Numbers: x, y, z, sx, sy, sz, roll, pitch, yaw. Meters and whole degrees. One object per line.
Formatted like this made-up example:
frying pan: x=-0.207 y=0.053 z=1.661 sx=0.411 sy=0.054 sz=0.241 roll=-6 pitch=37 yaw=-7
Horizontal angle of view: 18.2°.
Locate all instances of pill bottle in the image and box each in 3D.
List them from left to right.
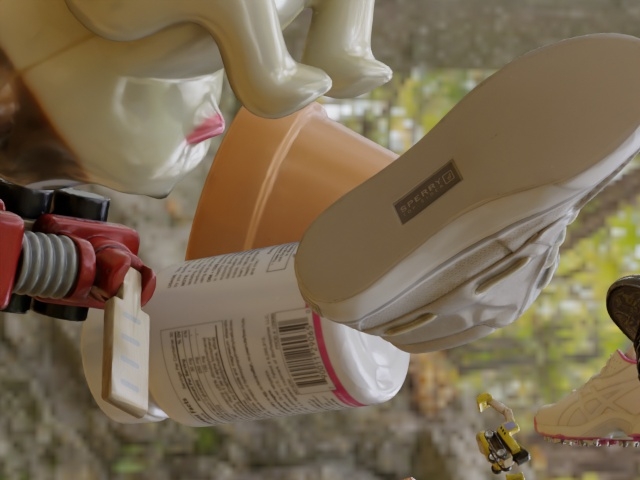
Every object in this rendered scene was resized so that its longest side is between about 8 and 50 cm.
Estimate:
pill bottle: x=-0.072 y=0.090 z=1.879 sx=0.160 sy=0.283 sz=0.160 roll=31 pitch=55 yaw=-57

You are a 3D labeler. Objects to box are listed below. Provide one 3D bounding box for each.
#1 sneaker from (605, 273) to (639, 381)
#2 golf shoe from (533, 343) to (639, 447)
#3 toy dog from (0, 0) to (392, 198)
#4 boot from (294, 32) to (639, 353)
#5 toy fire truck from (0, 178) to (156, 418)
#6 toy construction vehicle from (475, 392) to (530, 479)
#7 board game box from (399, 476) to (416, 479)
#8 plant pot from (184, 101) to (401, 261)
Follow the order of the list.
sneaker: x=0.381 y=0.108 z=2.291 sx=0.222 sy=0.118 sz=0.083 roll=35 pitch=-52 yaw=47
golf shoe: x=0.402 y=0.205 z=2.644 sx=0.306 sy=0.115 sz=0.140 roll=-11 pitch=-103 yaw=51
toy dog: x=-0.123 y=-0.212 z=1.321 sx=0.408 sy=0.395 sz=0.284 roll=-64 pitch=177 yaw=23
boot: x=0.115 y=-0.022 z=1.192 sx=0.258 sy=0.123 sz=0.095 roll=-31 pitch=-125 yaw=23
toy fire truck: x=-0.240 y=0.042 z=1.728 sx=0.246 sy=0.217 sz=0.158 roll=20 pitch=-82 yaw=54
toy construction vehicle: x=0.170 y=0.193 z=1.778 sx=0.098 sy=0.035 sz=0.086 roll=58 pitch=-8 yaw=46
board game box: x=0.132 y=0.402 z=2.394 sx=0.045 sy=0.146 sz=0.193 roll=-23 pitch=-135 yaw=43
plant pot: x=0.000 y=0.000 z=2.114 sx=0.291 sy=0.203 sz=0.291 roll=16 pitch=90 yaw=-76
